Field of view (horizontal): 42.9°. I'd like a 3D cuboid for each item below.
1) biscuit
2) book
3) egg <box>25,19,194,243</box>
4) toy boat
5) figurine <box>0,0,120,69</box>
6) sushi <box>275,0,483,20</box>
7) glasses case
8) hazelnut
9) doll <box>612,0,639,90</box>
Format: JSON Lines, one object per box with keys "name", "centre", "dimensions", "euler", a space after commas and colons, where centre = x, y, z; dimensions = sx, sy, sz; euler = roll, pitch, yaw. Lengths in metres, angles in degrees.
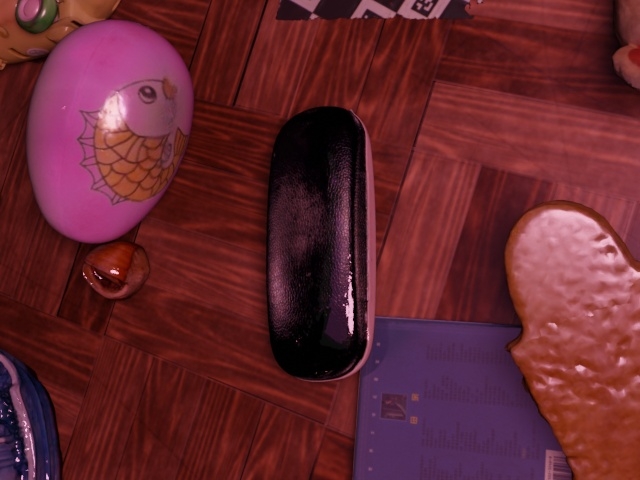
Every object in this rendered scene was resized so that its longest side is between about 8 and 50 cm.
{"name": "biscuit", "centre": [0.372, 0.074, 0.716], "dimensions": [0.394, 0.076, 0.368], "euler": [-32, 88, 16]}
{"name": "book", "centre": [0.167, 0.180, 0.850], "dimensions": [0.270, 0.025, 0.190], "euler": [1, 81, 24]}
{"name": "egg", "centre": [-0.258, -0.131, 0.995], "dimensions": [0.196, 0.196, 0.271], "euler": [23, 109, 25]}
{"name": "toy boat", "centre": [-0.406, 0.280, 1.017], "dimensions": [0.129, 0.142, 0.308], "euler": [-11, 78, 24]}
{"name": "figurine", "centre": [-0.407, -0.354, 1.132], "dimensions": [0.325, 0.124, 0.222], "euler": [-10, 78, 26]}
{"name": "sushi", "centre": [0.078, -0.407, 0.968], "dimensions": [0.264, 0.050, 0.289], "euler": [8, 85, 24]}
{"name": "glasses case", "centre": [0.000, 0.000, 0.918], "dimensions": [0.122, 0.075, 0.314], "euler": [-8, 75, 32]}
{"name": "hazelnut", "centre": [-0.256, 0.036, 1.021], "dimensions": [0.087, 0.086, 0.086], "euler": [-4, 80, 23]}
{"name": "doll", "centre": [0.435, -0.207, 0.725], "dimensions": [0.330, 0.174, 0.235], "euler": [8, 55, 22]}
